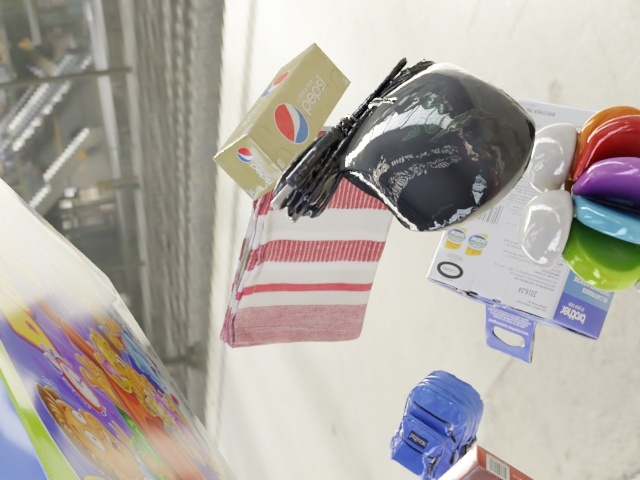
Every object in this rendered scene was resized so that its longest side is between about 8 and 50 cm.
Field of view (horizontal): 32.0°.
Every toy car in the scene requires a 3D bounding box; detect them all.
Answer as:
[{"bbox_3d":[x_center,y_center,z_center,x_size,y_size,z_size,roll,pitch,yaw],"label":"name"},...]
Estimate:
[{"bbox_3d":[0.277,-0.045,1.037,0.136,0.159,0.182,114,169,-57],"label":"toy car"}]

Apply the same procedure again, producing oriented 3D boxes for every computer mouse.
[{"bbox_3d":[0.058,-0.080,0.846,0.072,0.188,0.272,46,173,-23],"label":"computer mouse"}]

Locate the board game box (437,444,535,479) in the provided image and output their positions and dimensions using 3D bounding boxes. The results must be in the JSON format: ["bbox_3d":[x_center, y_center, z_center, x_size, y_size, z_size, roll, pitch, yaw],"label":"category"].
[{"bbox_3d":[0.107,0.301,0.990,0.281,0.145,0.027,-50,14,31],"label":"board game box"}]

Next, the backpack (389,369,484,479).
[{"bbox_3d":[0.145,0.230,1.375,0.101,0.098,0.120,-32,-34,-57],"label":"backpack"}]

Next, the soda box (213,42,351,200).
[{"bbox_3d":[-0.036,-0.124,1.140,0.058,0.061,0.181,-30,21,42],"label":"soda box"}]

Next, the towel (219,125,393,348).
[{"bbox_3d":[0.000,0.000,1.552,0.037,0.237,0.329,40,122,47],"label":"towel"}]

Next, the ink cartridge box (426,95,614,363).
[{"bbox_3d":[0.344,-0.013,1.773,0.270,0.151,0.396,19,86,49],"label":"ink cartridge box"}]

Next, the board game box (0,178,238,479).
[{"bbox_3d":[-0.120,0.083,0.485,0.347,0.078,0.233,48,177,41],"label":"board game box"}]
